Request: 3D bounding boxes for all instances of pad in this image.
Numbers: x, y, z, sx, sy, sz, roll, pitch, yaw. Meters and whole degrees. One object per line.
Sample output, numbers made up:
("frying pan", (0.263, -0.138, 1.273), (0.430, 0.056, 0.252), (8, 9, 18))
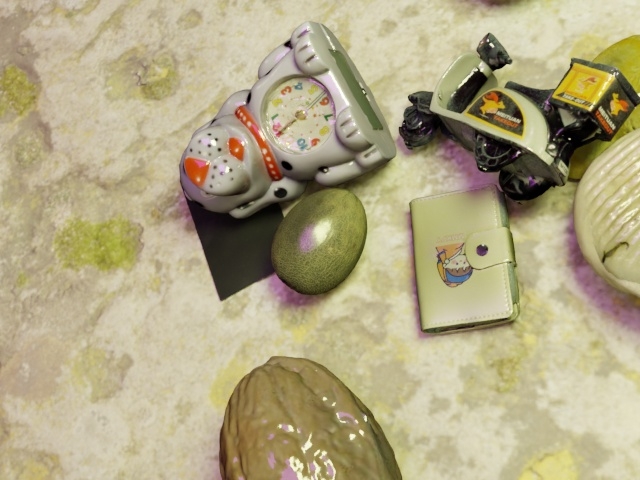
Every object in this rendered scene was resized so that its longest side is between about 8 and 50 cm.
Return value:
("pad", (-0.105, -0.030, 1.048), (0.116, 0.004, 0.193), (-28, 63, 10))

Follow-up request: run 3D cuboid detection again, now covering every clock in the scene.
("clock", (-0.063, -0.116, 0.977), (0.254, 0.189, 0.189), (-28, 63, 14))

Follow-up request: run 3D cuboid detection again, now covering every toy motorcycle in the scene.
("toy motorcycle", (0.191, -0.139, 0.897), (0.157, 0.091, 0.263), (-53, 38, 0))

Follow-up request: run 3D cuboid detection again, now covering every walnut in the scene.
("walnut", (-0.014, 0.217, 0.825), (0.178, 0.178, 0.230), (-28, 61, 10))

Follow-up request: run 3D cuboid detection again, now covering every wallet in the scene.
("wallet", (0.156, 0.019, 0.905), (0.110, 0.039, 0.155), (-11, 66, 21))

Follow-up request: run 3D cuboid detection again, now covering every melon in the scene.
("melon", (0.000, 0.000, 0.943), (0.098, 0.098, 0.130), (23, 73, 27))

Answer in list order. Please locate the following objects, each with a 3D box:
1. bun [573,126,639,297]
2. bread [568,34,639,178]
("bun", (0.365, -0.019, 0.791), (0.210, 0.116, 0.237), (-49, 49, 3))
("bread", (0.328, -0.138, 0.883), (0.188, 0.065, 0.149), (-41, 66, 1))
